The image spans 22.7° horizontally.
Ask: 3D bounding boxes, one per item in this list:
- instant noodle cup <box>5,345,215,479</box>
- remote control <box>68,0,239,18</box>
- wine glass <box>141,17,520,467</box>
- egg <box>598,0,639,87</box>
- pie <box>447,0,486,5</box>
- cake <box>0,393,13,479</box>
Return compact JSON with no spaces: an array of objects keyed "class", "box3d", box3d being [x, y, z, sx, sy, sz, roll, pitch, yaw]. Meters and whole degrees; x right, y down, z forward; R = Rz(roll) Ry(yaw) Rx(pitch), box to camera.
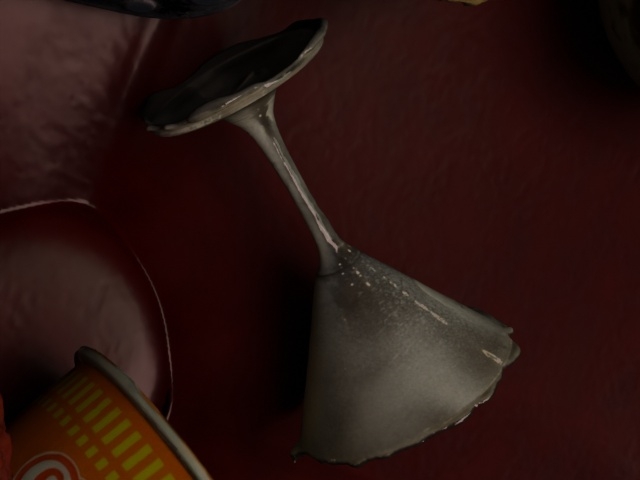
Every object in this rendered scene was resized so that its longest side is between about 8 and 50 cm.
[{"class":"instant noodle cup","box3d":[-0.126,0.161,0.644,0.185,0.168,0.168,-34,113,-17]},{"class":"remote control","box3d":[-0.146,-0.144,0.627,0.265,0.090,0.066,7,63,-34]},{"class":"wine glass","box3d":[0.000,0.000,0.726,0.122,0.122,0.183,-40,111,-24]},{"class":"egg","box3d":[0.241,-0.152,0.836,0.231,0.169,0.169,-40,116,-36]},{"class":"pie","box3d":[0.078,-0.262,0.658,0.339,0.083,0.340,12,90,-79]},{"class":"cake","box3d":[-0.250,0.085,0.543,0.283,0.151,0.177,-40,119,-19]}]
